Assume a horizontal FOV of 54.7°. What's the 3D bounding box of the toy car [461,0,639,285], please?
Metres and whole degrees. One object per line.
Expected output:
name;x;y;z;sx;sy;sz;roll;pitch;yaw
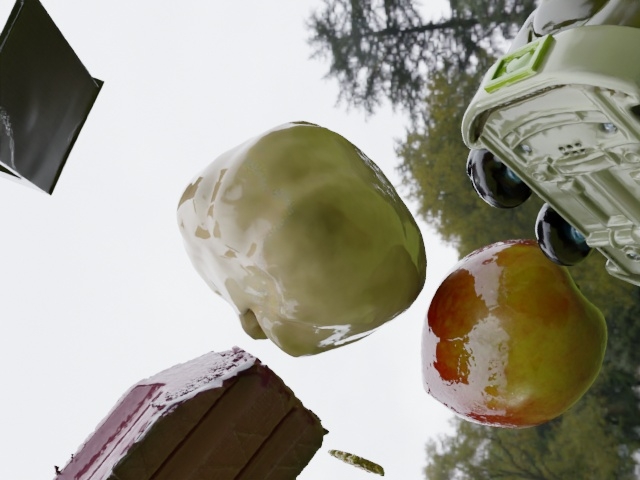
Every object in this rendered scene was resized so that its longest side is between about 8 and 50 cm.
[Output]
toy car;0.244;-0.094;0.445;0.248;0.204;0.198;36;-108;-20

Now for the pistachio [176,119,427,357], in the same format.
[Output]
pistachio;0.000;0.000;0.612;0.318;0.194;0.213;6;-81;-59

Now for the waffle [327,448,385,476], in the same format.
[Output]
waffle;0.051;0.327;0.919;0.085;0.078;0.016;39;-119;-36

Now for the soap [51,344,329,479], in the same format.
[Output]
soap;-0.144;0.238;0.599;0.289;0.112;0.182;-51;-63;-22

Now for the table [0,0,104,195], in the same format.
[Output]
table;-0.459;-0.213;0.779;0.282;0.251;0.196;120;172;-80

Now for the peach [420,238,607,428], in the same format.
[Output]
peach;0.193;0.105;0.651;0.197;0.198;0.197;1;-90;-65
